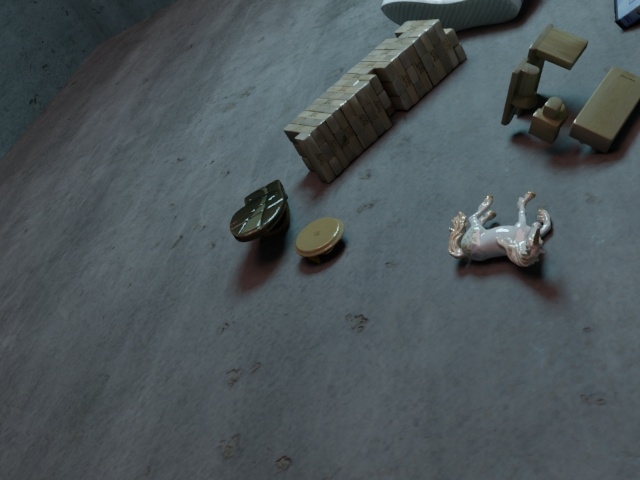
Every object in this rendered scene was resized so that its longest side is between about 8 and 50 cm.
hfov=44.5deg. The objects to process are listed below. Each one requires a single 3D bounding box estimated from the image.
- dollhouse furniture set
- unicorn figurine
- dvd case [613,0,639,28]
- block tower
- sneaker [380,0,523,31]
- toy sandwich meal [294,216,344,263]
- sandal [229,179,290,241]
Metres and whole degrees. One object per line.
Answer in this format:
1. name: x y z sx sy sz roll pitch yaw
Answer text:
1. dollhouse furniture set: 0.321 -0.166 1.016 0.151 0.123 0.144 30 63 20
2. unicorn figurine: 0.210 -0.008 0.873 0.162 0.060 0.111 -26 26 48
3. dvd case: 0.524 -0.425 1.099 0.253 0.022 0.180 -35 28 42
4. block tower: 0.087 -0.241 1.299 0.335 0.091 0.097 -44 30 -17
5. sneaker: 0.251 -0.469 1.421 0.282 0.102 0.161 7 72 36
6. toy sandwich meal: 0.000 0.000 1.096 0.085 0.029 0.085 -21 35 16
7. sandal: -0.086 -0.038 1.215 0.090 0.060 0.219 -25 16 5
